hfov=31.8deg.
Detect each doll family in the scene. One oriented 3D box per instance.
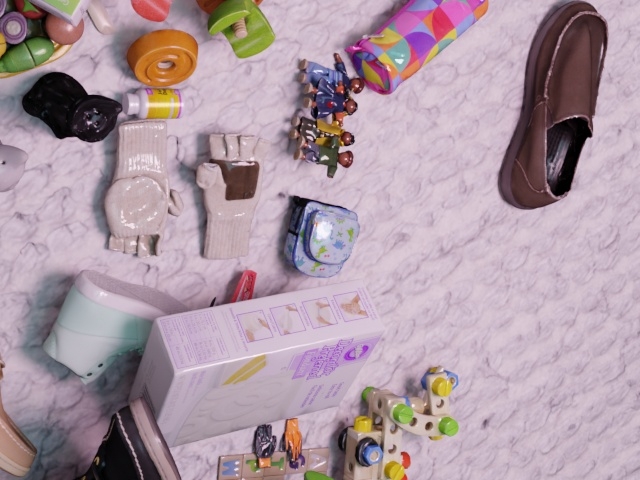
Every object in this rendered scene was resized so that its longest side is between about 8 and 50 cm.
[{"bbox_3d":[0.016,-0.193,1.718,0.111,0.076,0.193,9,93,-25],"label":"doll family"}]

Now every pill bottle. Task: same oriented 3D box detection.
[{"bbox_3d":[-0.236,-0.194,1.594,0.083,0.043,0.043,-4,102,-28],"label":"pill bottle"}]

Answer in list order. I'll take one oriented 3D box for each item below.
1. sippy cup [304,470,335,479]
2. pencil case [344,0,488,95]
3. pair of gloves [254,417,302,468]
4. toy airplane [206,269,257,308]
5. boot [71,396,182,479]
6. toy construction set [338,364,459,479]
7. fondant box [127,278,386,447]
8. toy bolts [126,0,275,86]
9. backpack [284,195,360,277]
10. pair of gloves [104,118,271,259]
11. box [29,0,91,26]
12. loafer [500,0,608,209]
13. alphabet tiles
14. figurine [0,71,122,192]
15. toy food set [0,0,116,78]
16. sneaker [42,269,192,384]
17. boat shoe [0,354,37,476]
[{"bbox_3d":[-0.081,0.507,1.724,0.224,0.240,0.306,32,59,-19],"label":"sippy cup"},{"bbox_3d":[0.153,-0.327,1.752,0.236,0.104,0.104,-41,116,-17],"label":"pencil case"},{"bbox_3d":[-0.067,0.326,1.808,0.083,0.010,0.074,-4,91,-27],"label":"pair of gloves"},{"bbox_3d":[-0.110,0.117,1.737,0.151,0.028,0.151,-7,105,-27],"label":"toy airplane"},{"bbox_3d":[-0.339,0.361,1.520,0.284,0.377,0.138,-17,65,-20],"label":"boot"},{"bbox_3d":[0.139,0.375,1.862,0.215,0.151,0.328,-1,86,-30],"label":"toy construction set"},{"bbox_3d":[-0.097,0.183,1.645,0.330,0.096,0.238,-11,148,-27],"label":"fondant box"},{"bbox_3d":[-0.202,-0.346,1.539,0.218,0.159,0.228,-24,151,16],"label":"toy bolts"},{"bbox_3d":[0.000,0.000,1.741,0.105,0.084,0.114,13,96,-28],"label":"backpack"},{"bbox_3d":[-0.193,-0.067,1.630,0.240,0.042,0.204,4,108,-28],"label":"pair of gloves"},{"bbox_3d":[-0.333,-0.465,1.425,0.232,0.058,0.322,29,84,-2],"label":"box"},{"bbox_3d":[0.422,-0.221,1.899,0.133,0.130,0.366,11,95,-30],"label":"loafer"},{"bbox_3d":[-0.084,0.457,1.833,0.198,0.009,0.237,1,99,-29],"label":"alphabet tiles"},{"bbox_3d":[-0.370,-0.132,1.438,0.215,0.209,0.092,-33,114,-19],"label":"figurine"},{"bbox_3d":[-0.376,-0.292,1.482,0.217,0.071,0.128,-27,112,-22],"label":"toy food set"},{"bbox_3d":[-0.279,0.145,1.625,0.256,0.094,0.151,26,104,-40],"label":"sneaker"},{"bbox_3d":[-0.473,0.172,1.496,0.110,0.121,0.341,-40,115,-15],"label":"boat shoe"}]
